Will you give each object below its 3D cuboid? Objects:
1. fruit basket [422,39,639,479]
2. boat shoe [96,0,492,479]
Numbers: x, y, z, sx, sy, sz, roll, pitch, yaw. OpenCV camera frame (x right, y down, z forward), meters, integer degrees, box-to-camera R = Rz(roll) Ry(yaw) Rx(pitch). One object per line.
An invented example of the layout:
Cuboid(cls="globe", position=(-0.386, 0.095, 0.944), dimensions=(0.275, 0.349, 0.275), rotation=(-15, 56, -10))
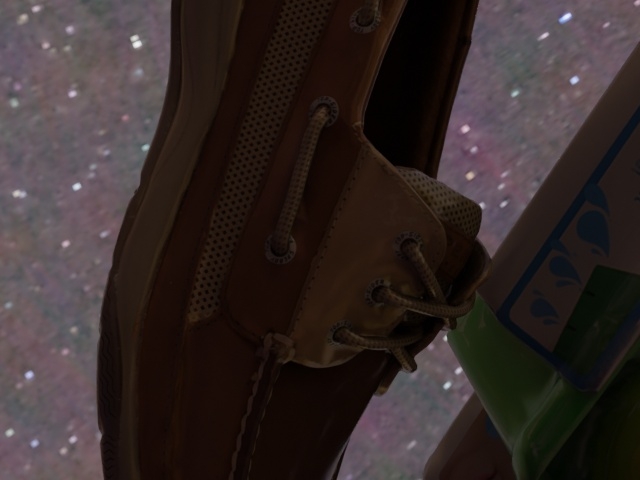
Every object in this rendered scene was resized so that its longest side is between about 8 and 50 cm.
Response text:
Cuboid(cls="fruit basket", position=(0.213, 0.053, 0.541), dimensions=(0.327, 0.165, 0.353), rotation=(-56, -145, 8))
Cuboid(cls="boat shoe", position=(0.000, 0.000, 0.553), dimensions=(0.116, 0.123, 0.324), rotation=(4, -96, 21))
